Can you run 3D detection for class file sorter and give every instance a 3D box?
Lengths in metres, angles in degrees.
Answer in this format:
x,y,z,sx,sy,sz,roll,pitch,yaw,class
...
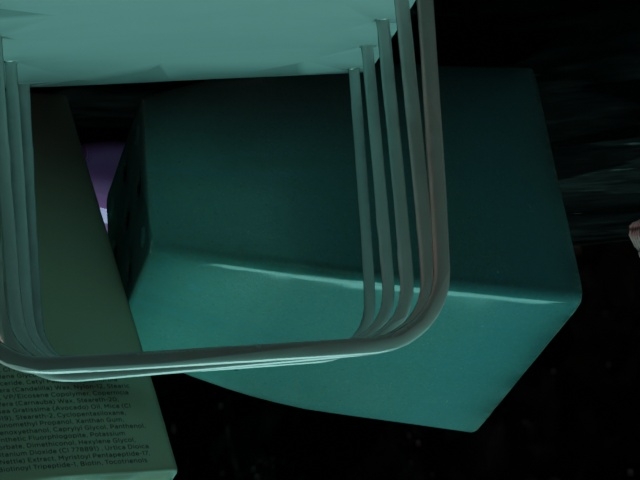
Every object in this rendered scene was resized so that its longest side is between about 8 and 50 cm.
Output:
x,y,z,sx,sy,sz,roll,pitch,yaw,class
-0.053,-0.029,0.722,0.192,0.173,0.278,-4,176,-5,file sorter

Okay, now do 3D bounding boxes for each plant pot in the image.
x,y,z,sx,sy,sz,roll,pitch,yaw,class
0.000,0.000,0.963,0.234,0.166,0.165,4,146,-18,plant pot

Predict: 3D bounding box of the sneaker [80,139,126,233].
x,y,z,sx,sy,sz,roll,pitch,yaw,class
-0.234,-0.023,1.272,0.161,0.102,0.282,2,164,-25,sneaker

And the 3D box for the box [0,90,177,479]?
x,y,z,sx,sy,sz,roll,pitch,yaw,class
-0.174,0.043,0.915,0.113,0.275,0.094,1,139,-27,box

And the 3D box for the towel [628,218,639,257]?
x,y,z,sx,sy,sz,roll,pitch,yaw,class
0.370,-0.053,1.189,0.283,0.121,0.235,-6,178,6,towel
